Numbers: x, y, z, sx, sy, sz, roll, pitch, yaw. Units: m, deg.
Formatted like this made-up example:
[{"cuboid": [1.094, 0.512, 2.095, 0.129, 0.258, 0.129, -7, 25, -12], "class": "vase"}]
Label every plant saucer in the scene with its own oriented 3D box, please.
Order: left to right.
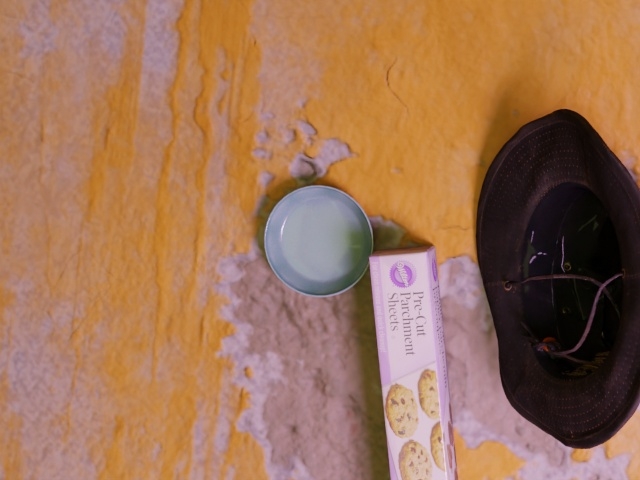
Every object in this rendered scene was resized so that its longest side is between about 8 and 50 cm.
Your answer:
[{"cuboid": [0.000, 0.000, 1.951, 0.119, 0.021, 0.119, 1, 96, 13], "class": "plant saucer"}]

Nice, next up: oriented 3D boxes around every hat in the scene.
[{"cuboid": [0.284, 0.035, 1.810, 0.134, 0.331, 0.331, -3, 97, -25], "class": "hat"}]

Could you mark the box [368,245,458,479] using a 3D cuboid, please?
[{"cuboid": [0.101, 0.169, 1.923, 0.067, 0.063, 0.324, -4, 95, 13], "class": "box"}]
